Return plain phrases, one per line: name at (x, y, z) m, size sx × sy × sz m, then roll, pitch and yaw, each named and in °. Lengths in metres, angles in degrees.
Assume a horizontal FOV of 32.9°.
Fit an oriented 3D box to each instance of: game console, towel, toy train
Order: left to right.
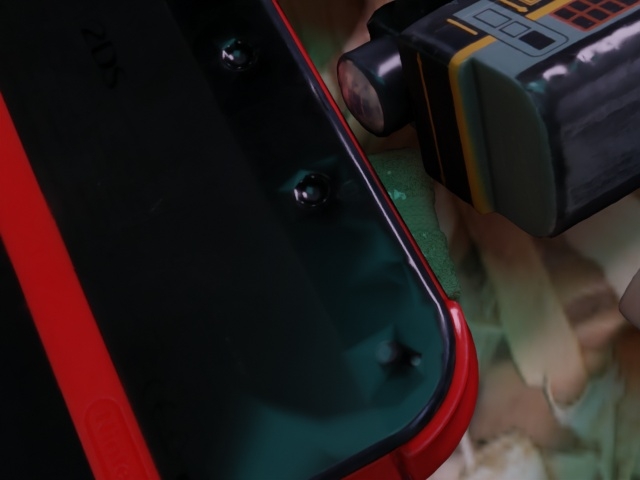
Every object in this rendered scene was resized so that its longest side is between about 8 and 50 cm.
game console at (-0.136, 0.006, 0.583) m, size 0.342 × 0.060 × 0.386 m, roll -27°, pitch 65°, yaw -3°
towel at (0.000, 0.000, 0.617) m, size 0.148 × 0.027 × 0.110 m, roll -7°, pitch 63°, yaw -7°
toy train at (0.178, -0.131, 0.606) m, size 0.334 × 0.142 × 0.190 m, roll -28°, pitch 40°, yaw -16°

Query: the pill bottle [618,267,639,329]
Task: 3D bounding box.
pill bottle at (0.332, 0.079, 0.490) m, size 0.361 × 0.204 × 0.204 m, roll 39°, pitch 67°, yaw 17°
